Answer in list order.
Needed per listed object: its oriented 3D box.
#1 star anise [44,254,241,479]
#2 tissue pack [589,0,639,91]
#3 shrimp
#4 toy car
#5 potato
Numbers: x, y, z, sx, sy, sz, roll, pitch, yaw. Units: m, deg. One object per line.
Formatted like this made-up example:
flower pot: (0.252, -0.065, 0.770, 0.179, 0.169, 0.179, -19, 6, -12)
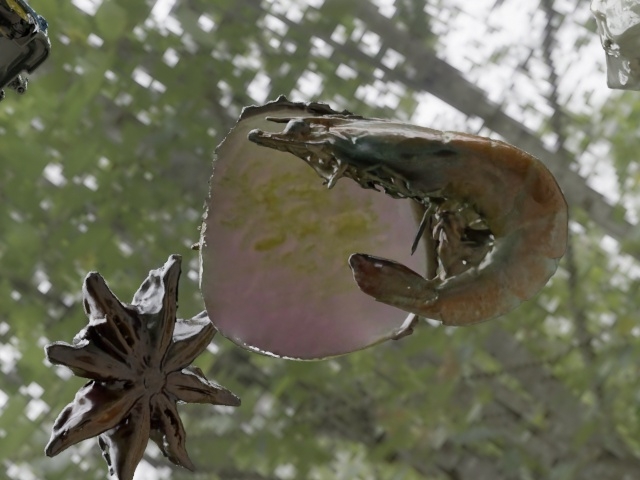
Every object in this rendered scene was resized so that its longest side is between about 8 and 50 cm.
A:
star anise: (-0.204, 0.143, 1.901, 0.272, 0.102, 0.272, -7, -79, -39)
tissue pack: (0.317, -0.275, 1.050, 0.390, 0.195, 0.375, -63, 13, -8)
shrimp: (0.059, -0.024, 1.325, 0.052, 0.251, 0.143, 44, -116, -74)
toy car: (-0.314, -0.200, 1.497, 0.097, 0.100, 0.191, -39, -63, 13)
potato: (0.000, 0.000, 1.544, 0.229, 0.229, 0.266, -56, -8, -1)
